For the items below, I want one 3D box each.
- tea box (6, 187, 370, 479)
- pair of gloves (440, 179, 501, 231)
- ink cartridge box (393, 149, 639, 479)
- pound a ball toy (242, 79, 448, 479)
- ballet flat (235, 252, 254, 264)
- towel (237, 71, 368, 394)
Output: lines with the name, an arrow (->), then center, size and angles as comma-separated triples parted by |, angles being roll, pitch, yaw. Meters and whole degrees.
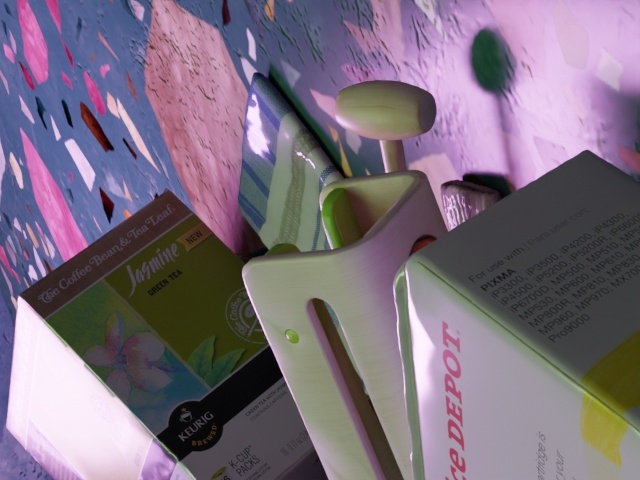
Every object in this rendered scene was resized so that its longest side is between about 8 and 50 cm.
tea box -> -0.156, 0.184, 1.803 | 0.323, 0.220, 0.329 | 44, 150, 13
pair of gloves -> 0.168, 0.070, 1.252 | 0.240, 0.042, 0.204 | 30, 140, 56
ink cartridge box -> 0.232, 0.163, 0.983 | 0.385, 0.160, 0.279 | 39, 149, 38
pound a ball toy -> 0.080, 0.056, 1.233 | 0.136, 0.208, 0.319 | -5, 116, 36
ballet flat -> -0.087, 0.087, 1.886 | 0.084, 0.058, 0.250 | 43, 149, 21
towel -> 0.000, 0.000, 1.594 | 0.285, 0.034, 0.209 | 55, 157, 26
